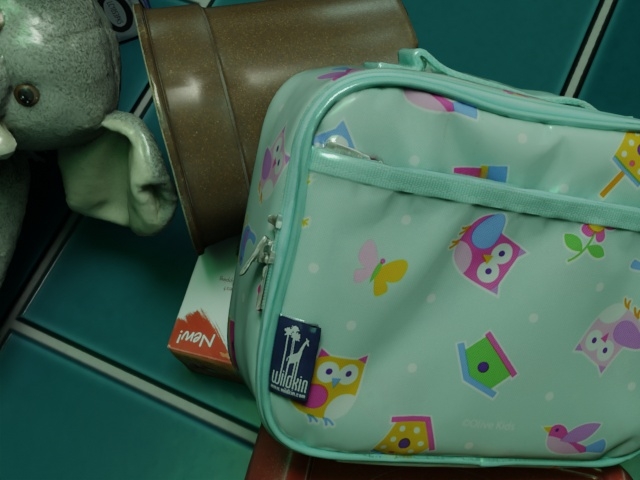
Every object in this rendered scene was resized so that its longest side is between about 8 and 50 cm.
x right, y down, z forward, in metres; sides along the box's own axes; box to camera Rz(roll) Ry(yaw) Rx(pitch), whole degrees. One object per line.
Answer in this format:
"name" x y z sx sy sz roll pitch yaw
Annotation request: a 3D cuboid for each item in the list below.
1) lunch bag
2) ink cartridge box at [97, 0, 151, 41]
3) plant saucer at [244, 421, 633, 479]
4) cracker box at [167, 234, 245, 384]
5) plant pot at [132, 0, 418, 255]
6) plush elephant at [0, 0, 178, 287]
"lunch bag" 0.087 0.013 0.494 0.279 0.108 0.224 7 106 -17
"ink cartridge box" -0.303 -0.246 0.672 0.395 0.270 0.151 -18 71 -2
"plant saucer" 0.072 0.191 0.476 0.259 0.048 0.258 13 35 3
"cracker box" 0.000 0.000 0.644 0.156 0.067 0.232 12 69 12
"plant pot" -0.023 -0.089 0.568 0.165 0.167 0.167 -14 66 -6
"plush elephant" -0.239 -0.084 0.547 0.330 0.255 0.272 -38 101 -51
